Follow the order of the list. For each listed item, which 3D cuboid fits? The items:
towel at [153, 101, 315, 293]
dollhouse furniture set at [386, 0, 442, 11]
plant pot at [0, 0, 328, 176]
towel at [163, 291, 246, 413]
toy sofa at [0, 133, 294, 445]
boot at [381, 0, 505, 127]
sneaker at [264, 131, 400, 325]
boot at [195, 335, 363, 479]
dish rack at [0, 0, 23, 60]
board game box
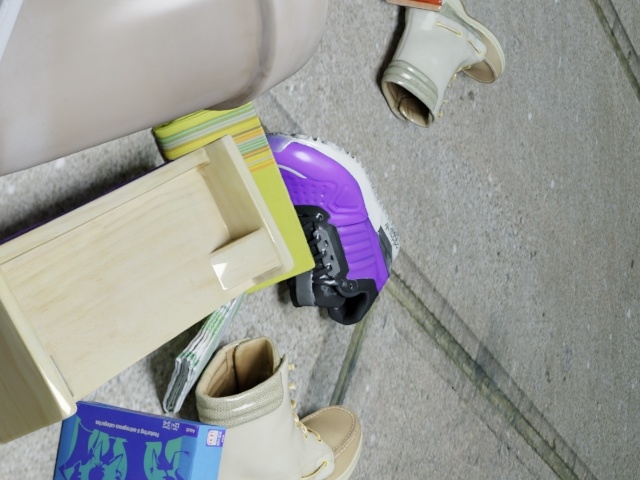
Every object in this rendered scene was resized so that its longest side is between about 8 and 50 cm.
[{"bbox_3d":[-0.086,-0.044,1.548,0.021,0.102,0.237,-109,178,-52],"label":"towel"},{"bbox_3d":[0.127,-0.354,1.698,0.259,0.262,0.135,88,12,-88],"label":"dollhouse furniture set"},{"bbox_3d":[-0.204,-0.197,1.162,0.280,0.323,0.323,-38,128,-28],"label":"plant pot"},{"bbox_3d":[-0.115,0.096,1.536,0.152,0.023,0.113,-60,178,-36],"label":"towel"},{"bbox_3d":[-0.204,0.044,1.337,0.362,0.177,0.150,-33,98,-51],"label":"toy sofa"},{"bbox_3d":[0.156,-0.214,1.911,0.213,0.077,0.165,39,61,-48],"label":"boot"},{"bbox_3d":[0.001,0.000,1.672,0.293,0.102,0.146,51,53,-49],"label":"sneaker"},{"bbox_3d":[-0.042,0.192,1.636,0.262,0.095,0.203,-30,126,-46],"label":"boot"},{"bbox_3d":[-0.306,-0.189,0.989,0.072,0.285,0.333,53,50,-65],"label":"dish rack"},{"bbox_3d":[-0.177,0.262,1.374,0.047,0.160,0.210,15,82,-58],"label":"board game box"}]
